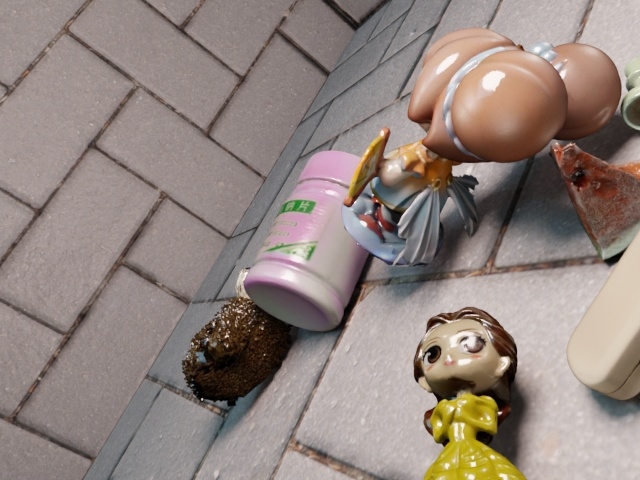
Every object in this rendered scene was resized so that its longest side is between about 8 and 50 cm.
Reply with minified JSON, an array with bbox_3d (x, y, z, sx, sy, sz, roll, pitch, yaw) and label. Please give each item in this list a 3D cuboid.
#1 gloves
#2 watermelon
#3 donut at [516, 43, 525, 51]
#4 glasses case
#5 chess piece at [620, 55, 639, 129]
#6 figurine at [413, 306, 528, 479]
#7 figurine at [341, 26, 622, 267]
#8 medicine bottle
[{"bbox_3d":[-0.161,0.206,1.168,0.135,0.210,0.312,2,56,40],"label":"gloves"},{"bbox_3d":[0.311,-0.051,0.636,0.098,0.158,0.121,-105,27,-65],"label":"watermelon"},{"bbox_3d":[0.323,-0.253,0.929,0.085,0.141,0.217,-23,22,31],"label":"donut"},{"bbox_3d":[0.301,0.055,0.508,0.083,0.050,0.196,-88,21,-69],"label":"glasses case"},{"bbox_3d":[0.431,-0.208,0.731,0.059,0.059,0.149,-35,20,43],"label":"chess piece"},{"bbox_3d":[0.144,0.194,0.534,0.187,0.168,0.315,-51,19,38],"label":"figurine"},{"bbox_3d":[0.192,-0.126,0.787,0.277,0.248,0.388,-23,-29,-40],"label":"figurine"},{"bbox_3d":[0.000,0.000,1.133,0.212,0.212,0.325,-22,38,57],"label":"medicine bottle"}]
